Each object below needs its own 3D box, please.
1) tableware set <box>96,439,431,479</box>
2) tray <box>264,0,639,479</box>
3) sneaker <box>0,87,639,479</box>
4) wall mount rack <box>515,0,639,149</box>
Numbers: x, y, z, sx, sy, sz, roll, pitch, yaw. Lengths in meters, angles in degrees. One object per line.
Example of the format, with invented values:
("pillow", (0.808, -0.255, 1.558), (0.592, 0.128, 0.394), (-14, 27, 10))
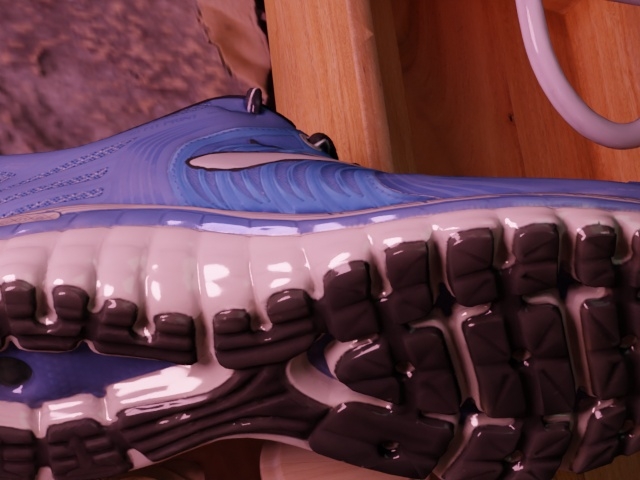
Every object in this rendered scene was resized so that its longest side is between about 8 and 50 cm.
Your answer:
("tableware set", (-0.017, 0.128, 0.715), (0.141, 0.020, 0.168), (-9, 55, -11))
("tray", (0.087, 0.012, 0.900), (0.203, 0.076, 0.411), (14, 53, -30))
("sneaker", (0.000, 0.000, 0.729), (0.330, 0.130, 0.147), (1, 41, 1))
("wall mount rack", (0.116, -0.226, 0.881), (0.304, 0.130, 0.350), (2, 74, -46))
